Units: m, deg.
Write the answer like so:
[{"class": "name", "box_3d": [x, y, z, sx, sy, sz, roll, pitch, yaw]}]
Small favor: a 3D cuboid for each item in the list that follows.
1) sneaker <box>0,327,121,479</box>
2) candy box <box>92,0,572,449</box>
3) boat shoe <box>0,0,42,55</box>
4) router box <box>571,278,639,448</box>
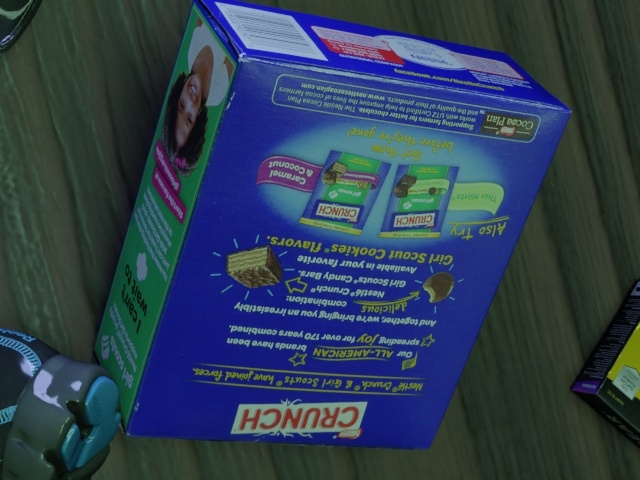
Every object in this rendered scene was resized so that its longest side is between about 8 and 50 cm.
[{"class": "sneaker", "box_3d": [-0.267, 0.226, 0.973, 0.140, 0.125, 0.341, 24, 92, 16]}, {"class": "candy box", "box_3d": [0.000, 0.000, 1.002, 0.268, 0.122, 0.317, 7, 118, -26]}, {"class": "boat shoe", "box_3d": [-0.223, -0.248, 0.992, 0.084, 0.079, 0.233, 24, 80, -28]}, {"class": "router box", "box_3d": [0.343, 0.142, 1.273, 0.179, 0.046, 0.133, 39, 75, -20]}]
